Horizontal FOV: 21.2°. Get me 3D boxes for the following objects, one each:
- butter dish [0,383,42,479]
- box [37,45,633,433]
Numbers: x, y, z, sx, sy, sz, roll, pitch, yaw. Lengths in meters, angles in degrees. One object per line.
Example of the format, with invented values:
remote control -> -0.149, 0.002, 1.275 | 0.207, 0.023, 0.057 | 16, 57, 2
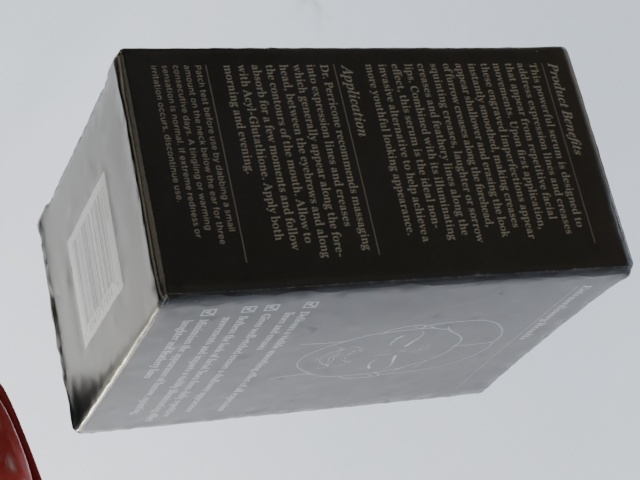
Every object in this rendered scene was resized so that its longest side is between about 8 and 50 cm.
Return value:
butter dish -> -0.332, 0.205, 1.573 | 0.160, 0.118, 0.160 | -18, -102, -28
box -> 0.000, 0.000, 1.414 | 0.395, 0.293, 0.212 | -2, -114, -24
